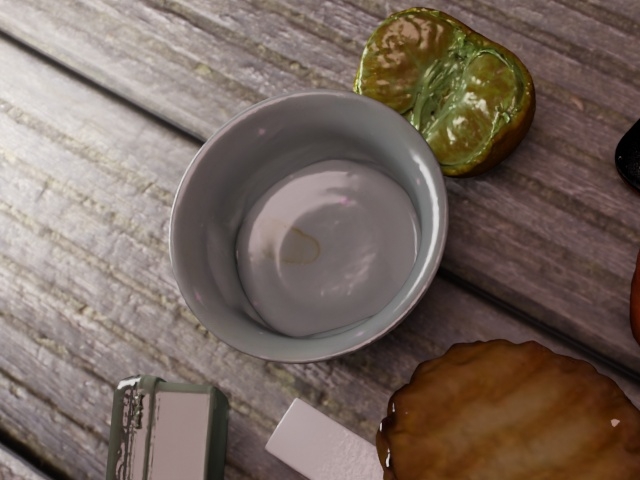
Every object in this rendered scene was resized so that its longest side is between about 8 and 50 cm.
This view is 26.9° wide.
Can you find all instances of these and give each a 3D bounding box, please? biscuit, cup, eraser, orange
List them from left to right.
[{"bbox_3d":[0.000,0.000,1.667,0.347,0.163,0.347,-4,72,13],"label":"cup"},{"bbox_3d":[0.080,0.299,1.594,0.298,0.076,0.078,30,82,21],"label":"eraser"},{"bbox_3d":[0.161,-0.180,1.687,0.237,0.158,0.179,34,96,23],"label":"orange"},{"bbox_3d":[0.222,0.255,1.507,0.325,0.107,0.326,4,45,-4],"label":"biscuit"}]

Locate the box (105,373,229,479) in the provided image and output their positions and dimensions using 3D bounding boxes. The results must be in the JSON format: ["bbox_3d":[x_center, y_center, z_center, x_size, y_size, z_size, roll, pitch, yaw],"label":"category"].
[{"bbox_3d":[-0.187,0.273,1.638,0.129,0.148,0.210,2,75,7],"label":"box"}]

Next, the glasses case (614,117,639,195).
[{"bbox_3d":[0.476,-0.159,1.647,0.266,0.067,0.103,-43,69,-3],"label":"glasses case"}]

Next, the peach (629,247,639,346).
[{"bbox_3d":[0.461,0.040,1.506,0.232,0.232,0.257,-6,50,13],"label":"peach"}]
